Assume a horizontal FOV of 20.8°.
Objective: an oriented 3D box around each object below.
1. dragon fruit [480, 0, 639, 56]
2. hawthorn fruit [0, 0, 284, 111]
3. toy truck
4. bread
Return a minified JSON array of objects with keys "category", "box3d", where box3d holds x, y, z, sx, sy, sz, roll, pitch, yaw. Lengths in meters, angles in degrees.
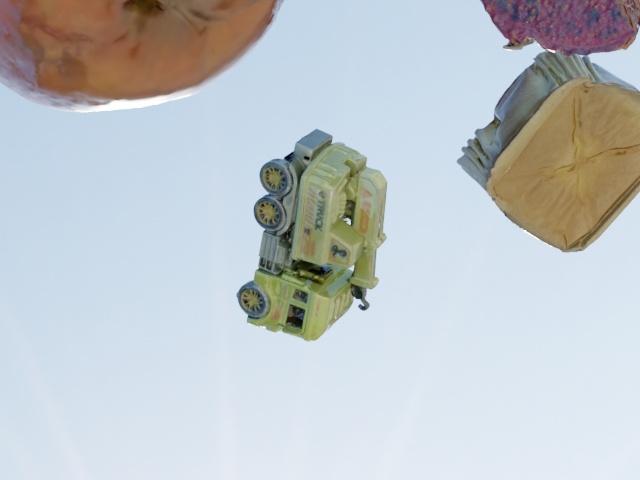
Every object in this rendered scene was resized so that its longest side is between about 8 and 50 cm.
[{"category":"dragon fruit","box3d":[0.176,-0.203,1.331,0.106,0.162,0.083,-31,-3,28]},{"category":"hawthorn fruit","box3d":[-0.202,-0.349,1.634,0.471,0.471,0.472,-34,-44,-40]},{"category":"toy truck","box3d":[0.000,0.000,1.392,0.077,0.100,0.169,-37,-36,-56]},{"category":"bread","box3d":[0.291,-0.112,2.062,0.192,0.110,0.210,30,-74,-25]}]
